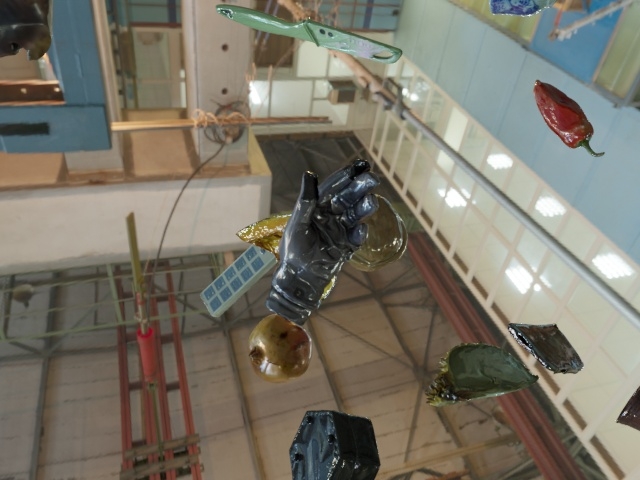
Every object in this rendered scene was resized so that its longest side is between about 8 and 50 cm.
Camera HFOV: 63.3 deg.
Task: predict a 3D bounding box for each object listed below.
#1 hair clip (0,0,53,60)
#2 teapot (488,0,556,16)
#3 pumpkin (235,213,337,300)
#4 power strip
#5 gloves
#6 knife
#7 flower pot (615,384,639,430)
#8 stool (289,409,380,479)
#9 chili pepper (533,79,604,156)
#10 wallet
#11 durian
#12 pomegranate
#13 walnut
[{"bbox_3d":[-0.188,-0.248,0.295,0.173,0.069,0.300,-7,-107,-22],"label":"hair clip"},{"bbox_3d":[0.392,-0.475,0.934,0.159,0.158,0.232,27,-155,22],"label":"teapot"},{"bbox_3d":[-0.051,0.002,1.367,0.312,0.169,0.148,36,-159,16],"label":"pumpkin"},{"bbox_3d":[-0.270,0.116,1.803,0.106,0.367,0.043,52,-169,29],"label":"power strip"},{"bbox_3d":[-0.005,0.000,0.793,0.142,0.285,0.119,26,-160,-23],"label":"gloves"},{"bbox_3d":[-0.016,-0.211,0.520,0.207,0.030,0.014,21,-114,13],"label":"knife"},{"bbox_3d":[0.719,0.381,1.134,0.089,0.111,0.111,34,-135,31],"label":"flower pot"},{"bbox_3d":[0.029,0.535,1.286,0.141,0.232,0.232,22,-150,-29],"label":"stool"},{"bbox_3d":[0.408,-0.204,0.871,0.059,0.050,0.191,-19,-121,-3],"label":"chili pepper"},{"bbox_3d":[0.519,0.243,1.171,0.255,0.031,0.137,12,-143,-46],"label":"wallet"},{"bbox_3d":[0.341,0.299,1.138,0.252,0.144,0.139,2,177,-20],"label":"durian"},{"bbox_3d":[-0.125,0.329,1.579,0.209,0.209,0.209,5,-142,-4],"label":"pomegranate"},{"bbox_3d":[0.188,-0.022,1.964,0.286,0.296,0.285,5,-113,-12],"label":"walnut"}]
